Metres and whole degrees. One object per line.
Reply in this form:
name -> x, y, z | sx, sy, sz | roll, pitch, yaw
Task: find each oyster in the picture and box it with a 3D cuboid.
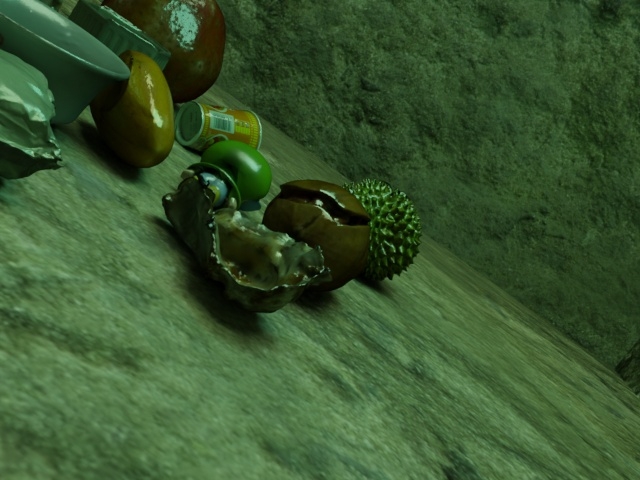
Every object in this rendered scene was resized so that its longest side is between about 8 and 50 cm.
oyster -> -0.141, -0.002, 1.062 | 0.337, 0.133, 0.197 | 41, 14, 36

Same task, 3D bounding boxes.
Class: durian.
durian -> 0.124, -0.019, 1.731 | 0.291, 0.225, 0.291 | 24, -25, 12

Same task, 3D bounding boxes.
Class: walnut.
walnut -> 0.000, 0.000, 1.329 | 0.209, 0.209, 0.336 | 40, -1, 20

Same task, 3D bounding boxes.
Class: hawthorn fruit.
hawthorn fruit -> -0.450, -0.619, 2.063 | 0.402, 0.403, 0.403 | 34, 11, -8

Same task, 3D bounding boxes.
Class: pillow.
pillow -> -0.475, -0.201, 0.885 | 0.309, 0.138, 0.283 | 24, 15, -35

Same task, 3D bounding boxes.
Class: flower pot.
flower pot -> -0.485, -0.413, 1.604 | 0.209, 0.190, 0.239 | 34, 10, -3

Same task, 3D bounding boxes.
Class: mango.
mango -> -0.340, -0.227, 1.309 | 0.138, 0.187, 0.257 | 9, 43, -38

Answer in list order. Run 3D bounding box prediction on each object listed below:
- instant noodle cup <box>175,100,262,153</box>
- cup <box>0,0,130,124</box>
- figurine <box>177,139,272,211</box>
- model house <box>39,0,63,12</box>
instant noodle cup -> -0.274, -0.282, 1.819 | 0.185, 0.168, 0.168 | 10, 26, -48
cup -> -0.509, -0.307, 1.158 | 0.347, 0.163, 0.347 | 34, 12, -8
figurine -> -0.191, -0.122, 1.427 | 0.162, 0.143, 0.263 | 31, 21, 7
model house -> -0.753, -0.716, 1.763 | 0.284, 0.298, 0.243 | 38, 6, 4
